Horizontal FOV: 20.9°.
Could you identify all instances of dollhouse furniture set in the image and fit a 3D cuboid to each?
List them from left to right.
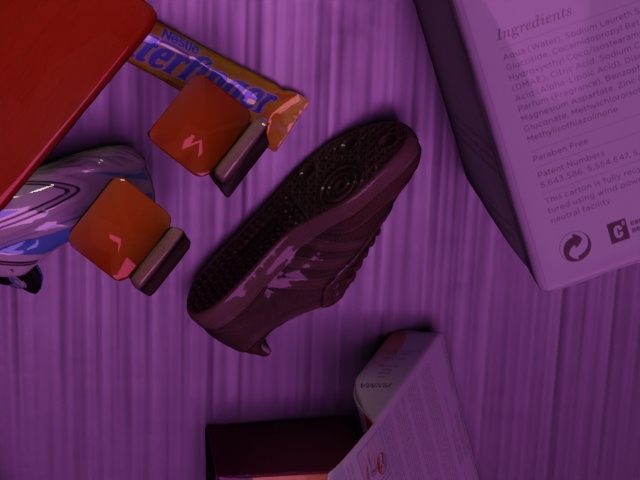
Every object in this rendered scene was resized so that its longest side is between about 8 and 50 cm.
[{"bbox_3d":[-0.133,-0.135,0.970,0.262,0.135,0.259,38,86,-1],"label":"dollhouse furniture set"}]

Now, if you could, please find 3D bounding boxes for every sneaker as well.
[{"bbox_3d":[-0.219,-0.005,1.067,0.237,0.085,0.086,-7,91,-7],"label":"sneaker"},{"bbox_3d":[0.000,0.000,1.125,0.188,0.066,0.071,-39,127,12],"label":"sneaker"}]

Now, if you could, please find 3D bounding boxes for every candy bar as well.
[{"bbox_3d":[-0.085,-0.109,1.087,0.161,0.018,0.040,28,104,-18],"label":"candy bar"}]

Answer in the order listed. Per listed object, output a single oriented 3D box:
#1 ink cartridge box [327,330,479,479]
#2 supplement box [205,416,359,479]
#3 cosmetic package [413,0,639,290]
[{"bbox_3d":[0.046,0.163,1.127,0.045,0.179,0.145,-1,116,32],"label":"ink cartridge box"},{"bbox_3d":[-0.024,0.223,1.184,0.104,0.081,0.188,-2,110,-7],"label":"supplement box"},{"bbox_3d":[0.121,-0.194,0.982,0.156,0.217,0.385,-18,114,-1],"label":"cosmetic package"}]
